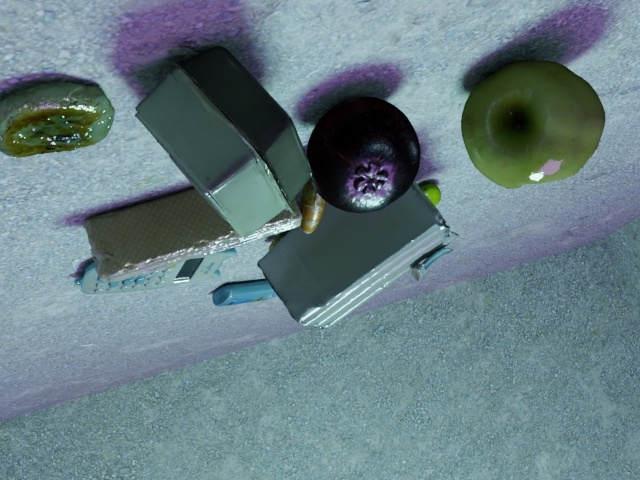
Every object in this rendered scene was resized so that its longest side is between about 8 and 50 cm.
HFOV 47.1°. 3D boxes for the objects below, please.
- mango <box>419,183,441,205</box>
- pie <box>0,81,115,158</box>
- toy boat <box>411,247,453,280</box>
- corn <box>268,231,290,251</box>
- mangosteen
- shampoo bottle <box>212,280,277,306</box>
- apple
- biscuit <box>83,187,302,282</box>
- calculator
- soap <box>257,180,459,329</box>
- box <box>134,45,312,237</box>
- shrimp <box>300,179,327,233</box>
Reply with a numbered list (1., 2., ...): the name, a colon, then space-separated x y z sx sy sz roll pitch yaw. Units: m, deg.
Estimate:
1. mango: 0.294 -0.124 2.015 0.073 0.056 0.108 -28 161 12
2. pie: -0.385 -0.167 1.058 0.187 0.041 0.187 -19 166 -5
3. toy boat: 0.283 0.046 1.848 0.122 0.034 0.096 -40 167 -11
4. corn: 0.000 0.000 2.026 0.292 0.101 0.101 -14 165 -6
5. mangosteen: 0.079 -0.167 1.363 0.216 0.216 0.216 -18 165 -5
6. shampoo bottle: -0.225 0.170 2.416 0.259 0.061 0.104 -4 160 -45
7. apple: 0.412 -0.226 1.439 0.279 0.279 0.279 -18 165 -5
8. biscuit: -0.257 -0.033 1.504 0.426 0.143 0.078 -16 166 -8
9. calculator: -0.420 0.072 1.849 0.387 0.054 0.256 -10 163 -26
10. soap: 0.089 0.020 1.797 0.435 0.212 0.350 -37 166 10
11. box: -0.135 -0.142 1.119 0.166 0.220 0.290 -40 165 -4
12. shrimp: -0.003 -0.122 1.544 0.068 0.150 0.248 11 138 -10
